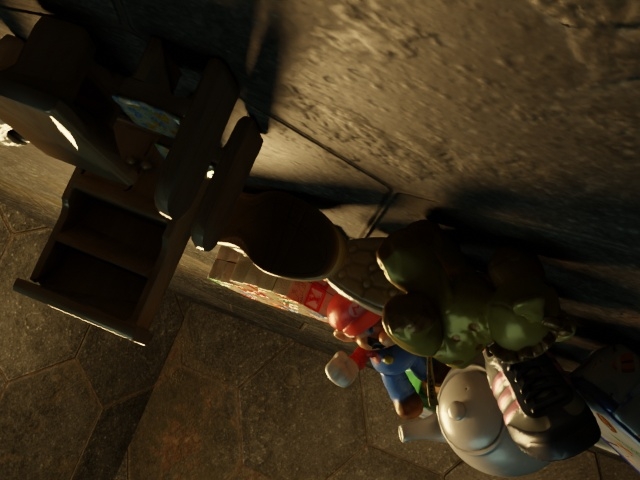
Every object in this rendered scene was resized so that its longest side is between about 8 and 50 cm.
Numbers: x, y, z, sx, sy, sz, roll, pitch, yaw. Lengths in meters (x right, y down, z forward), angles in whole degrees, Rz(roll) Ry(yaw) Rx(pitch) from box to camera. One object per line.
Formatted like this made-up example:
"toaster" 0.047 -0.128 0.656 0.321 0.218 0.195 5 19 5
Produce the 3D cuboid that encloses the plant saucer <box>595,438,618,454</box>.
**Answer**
"plant saucer" 0.589 0.343 1.649 0.400 0.101 0.400 22 171 4

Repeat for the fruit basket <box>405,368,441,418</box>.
"fruit basket" 0.337 0.335 1.982 0.353 0.166 0.327 9 163 42

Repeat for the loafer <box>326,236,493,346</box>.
"loafer" 0.154 0.077 1.180 0.319 0.112 0.111 17 160 23

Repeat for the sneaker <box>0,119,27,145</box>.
"sneaker" -0.460 -0.166 1.301 0.121 0.099 0.262 20 172 -13

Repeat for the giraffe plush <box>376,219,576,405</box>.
"giraffe plush" 0.180 0.070 0.987 0.170 0.210 0.181 -13 -176 31

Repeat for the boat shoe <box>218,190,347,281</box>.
"boat shoe" -0.059 -0.008 1.239 0.098 0.109 0.302 20 177 -44

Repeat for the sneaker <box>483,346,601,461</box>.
"sneaker" 0.288 0.195 1.259 0.319 0.112 0.131 -118 5 -78

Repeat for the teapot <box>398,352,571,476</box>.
"teapot" 0.294 0.286 1.541 0.187 0.256 0.252 9 -165 -42

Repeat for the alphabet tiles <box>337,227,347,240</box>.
"alphabet tiles" 0.000 0.000 1.403 0.198 0.009 0.237 19 170 19

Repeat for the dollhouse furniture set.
"dollhouse furniture set" -0.271 -0.059 0.979 0.362 0.257 0.394 20 170 12

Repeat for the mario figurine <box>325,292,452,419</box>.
"mario figurine" 0.128 0.192 1.566 0.170 0.198 0.320 -10 136 32

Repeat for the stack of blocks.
"stack of blocks" -0.087 0.072 1.735 0.297 0.087 0.171 11 165 48

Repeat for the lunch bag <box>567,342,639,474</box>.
"lunch bag" 0.486 0.283 1.282 0.303 0.115 0.243 45 172 10

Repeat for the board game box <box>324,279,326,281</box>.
"board game box" 0.122 0.077 1.398 0.193 0.045 0.146 25 167 -29
